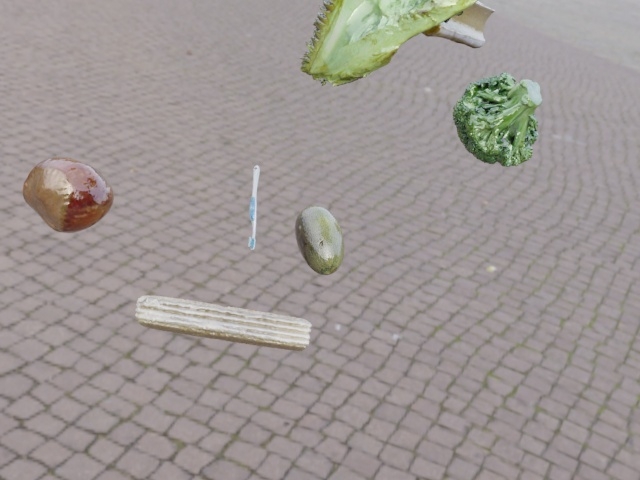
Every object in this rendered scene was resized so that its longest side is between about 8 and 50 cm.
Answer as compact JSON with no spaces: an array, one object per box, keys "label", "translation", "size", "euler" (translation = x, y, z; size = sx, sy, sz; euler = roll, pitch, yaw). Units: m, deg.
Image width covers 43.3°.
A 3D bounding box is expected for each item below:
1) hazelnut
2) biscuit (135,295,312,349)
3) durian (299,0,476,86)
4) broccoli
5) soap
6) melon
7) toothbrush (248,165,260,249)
[{"label":"hazelnut","translation":[-0.454,-0.089,1.462],"size":[0.154,0.143,0.143],"euler":[28,28,24]},{"label":"biscuit","translation":[-0.237,0.202,1.975],"size":[0.425,0.079,0.144],"euler":[9,-13,-4]},{"label":"durian","translation":[0.123,-0.392,1.307],"size":[0.198,0.394,0.163],"euler":[57,20,6]},{"label":"broccoli","translation":[0.479,-0.326,2.141],"size":[0.269,0.241,0.262],"euler":[-4,70,-45]},{"label":"soap","translation":[0.186,-0.475,1.559],"size":[0.259,0.143,0.281],"euler":[36,20,18]},{"label":"melon","translation":[0.000,0.000,1.691],"size":[0.099,0.099,0.162],"euler":[-1,54,-27]},{"label":"toothbrush","translation":[-0.117,-0.059,1.434],"size":[0.014,0.162,0.017],"euler":[-9,-26,26]}]
